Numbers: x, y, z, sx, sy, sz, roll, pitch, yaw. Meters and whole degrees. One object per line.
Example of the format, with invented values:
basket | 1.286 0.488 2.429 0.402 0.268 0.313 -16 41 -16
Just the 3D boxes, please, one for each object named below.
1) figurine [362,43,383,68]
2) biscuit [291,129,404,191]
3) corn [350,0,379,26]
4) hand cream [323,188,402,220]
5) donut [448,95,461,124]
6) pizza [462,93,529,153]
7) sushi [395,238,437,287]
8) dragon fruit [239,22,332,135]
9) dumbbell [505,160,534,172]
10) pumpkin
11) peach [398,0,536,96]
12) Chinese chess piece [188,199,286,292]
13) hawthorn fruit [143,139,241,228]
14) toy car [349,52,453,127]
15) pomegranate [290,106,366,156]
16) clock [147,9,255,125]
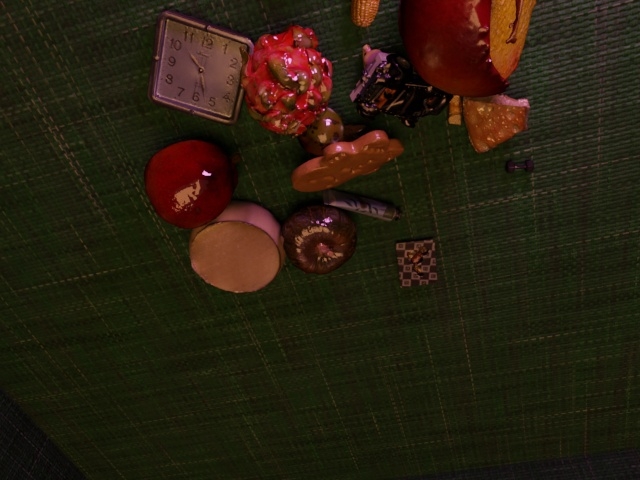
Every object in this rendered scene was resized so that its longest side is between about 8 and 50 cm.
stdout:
figurine | 0.163 -0.470 1.503 0.083 0.083 0.187 -18 137 14
biscuit | 0.072 -0.224 1.586 0.354 0.052 0.275 -22 165 25
corn | 0.124 -0.670 1.347 0.080 0.080 0.238 8 123 -4
hand cream | 0.139 -0.115 1.740 0.271 0.091 0.058 14 129 -12
donut | 0.396 -0.388 1.549 0.037 0.067 0.083 3 161 20
pizza | 0.522 -0.354 1.567 0.188 0.081 0.204 9 139 24
sushi | 0.347 0.079 1.900 0.139 0.031 0.201 -6 122 7
dragon fruit | -0.085 -0.430 1.417 0.236 0.303 0.231 12 158 20
dumbbell | 0.630 -0.233 1.665 0.083 0.040 0.036 -3 157 4
pumpkin | 0.001 0.002 1.745 0.260 0.189 0.260 -9 131 -10
peach | 0.347 -0.552 1.273 0.309 0.335 0.406 17 139 25
Chinese chess piece | -0.284 0.025 1.818 0.337 0.141 0.338 0 127 1
hawthorn fruit | -0.377 -0.180 1.613 0.307 0.265 0.265 -26 123 -3
toy car | 0.235 -0.414 1.461 0.301 0.118 0.193 -1 148 -33
pomegranate | 0.026 -0.309 1.565 0.220 0.156 0.156 25 123 -26
clock | -0.343 -0.486 1.510 0.273 0.049 0.279 15 124 -10
